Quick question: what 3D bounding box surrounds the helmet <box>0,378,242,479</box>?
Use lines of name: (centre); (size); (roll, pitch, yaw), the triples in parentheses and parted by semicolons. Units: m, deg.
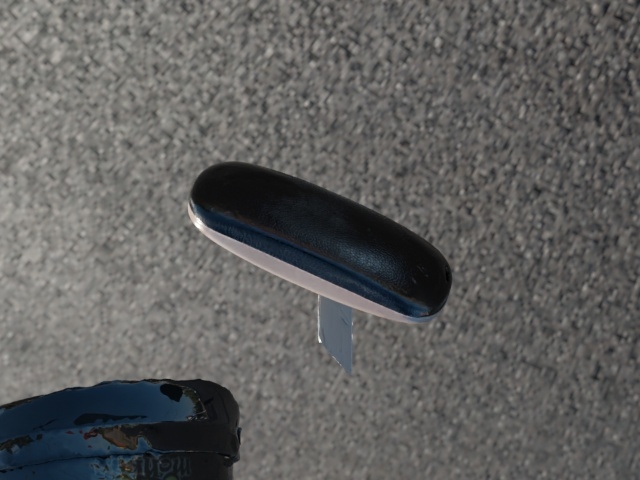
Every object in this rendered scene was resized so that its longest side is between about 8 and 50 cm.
helmet: (-0.163, 0.209, 0.899); (0.230, 0.160, 0.279); (7, 152, -30)

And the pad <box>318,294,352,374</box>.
pad: (0.021, 0.077, 1.610); (0.004, 0.156, 0.232); (-3, 163, 11)

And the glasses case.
glasses case: (0.000, 0.000, 1.421); (0.314, 0.122, 0.075); (23, 132, 2)
